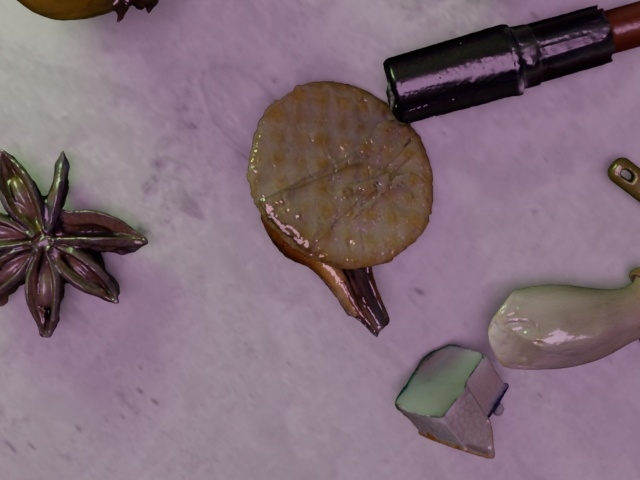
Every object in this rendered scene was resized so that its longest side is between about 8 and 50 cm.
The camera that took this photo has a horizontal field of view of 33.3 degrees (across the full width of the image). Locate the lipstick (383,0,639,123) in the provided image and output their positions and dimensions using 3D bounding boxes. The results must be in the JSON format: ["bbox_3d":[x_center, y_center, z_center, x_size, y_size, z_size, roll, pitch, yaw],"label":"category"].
[{"bbox_3d":[0.215,-0.197,1.151,0.299,0.081,0.081,-14,99,2],"label":"lipstick"}]

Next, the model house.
[{"bbox_3d":[0.158,0.188,1.220,0.101,0.087,0.100,-52,122,-23],"label":"model house"}]

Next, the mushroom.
[{"bbox_3d":[0.290,0.090,1.193,0.212,0.088,0.097,-13,66,-2],"label":"mushroom"}]

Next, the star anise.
[{"bbox_3d":[-0.317,0.010,1.202,0.197,0.073,0.212,-44,93,4],"label":"star anise"}]

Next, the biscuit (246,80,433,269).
[{"bbox_3d":[0.025,-0.073,1.153,0.219,0.033,0.220,6,72,-20],"label":"biscuit"}]

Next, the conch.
[{"bbox_3d":[0.000,-0.003,1.188,0.232,0.080,0.086,44,88,-9],"label":"conch"}]

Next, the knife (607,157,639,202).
[{"bbox_3d":[0.453,0.024,1.207,0.343,0.027,0.061,35,96,-7],"label":"knife"}]

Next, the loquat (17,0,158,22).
[{"bbox_3d":[-0.237,-0.333,1.067,0.244,0.244,0.244,0,99,1],"label":"loquat"}]
